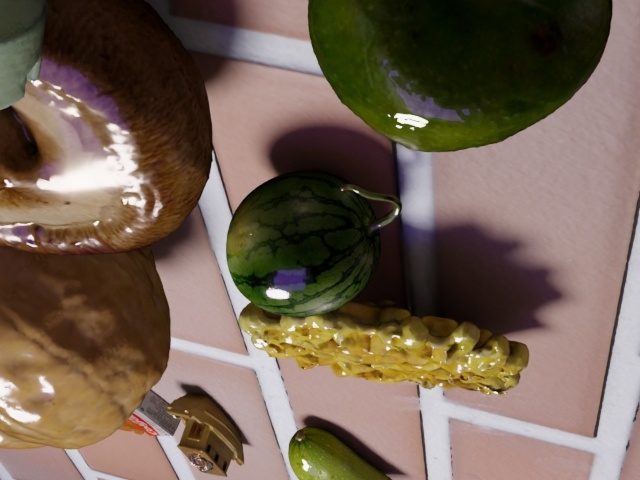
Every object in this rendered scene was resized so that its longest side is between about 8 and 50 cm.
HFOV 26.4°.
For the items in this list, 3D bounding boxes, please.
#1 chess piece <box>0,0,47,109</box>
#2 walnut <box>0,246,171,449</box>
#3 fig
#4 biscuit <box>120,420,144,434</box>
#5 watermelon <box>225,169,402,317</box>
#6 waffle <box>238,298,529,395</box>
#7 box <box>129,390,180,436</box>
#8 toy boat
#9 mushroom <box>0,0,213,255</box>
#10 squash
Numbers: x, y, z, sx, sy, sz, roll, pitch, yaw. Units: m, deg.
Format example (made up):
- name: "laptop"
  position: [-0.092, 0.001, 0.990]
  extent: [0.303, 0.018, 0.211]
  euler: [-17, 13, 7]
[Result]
- name: "chess piece"
  position: [-0.233, -0.227, 0.877]
  extent: [0.194, 0.195, 0.299]
  euler: [18, 134, 3]
- name: "walnut"
  position: [-0.312, 0.074, 1.461]
  extent: [0.306, 0.306, 0.344]
  euler: [-1, 145, 34]
- name: "fig"
  position: [0.093, -0.165, 0.938]
  extent: [0.203, 0.203, 0.235]
  euler: [20, -168, -1]
- name: "biscuit"
  position: [-0.298, 0.276, 2.103]
  extent: [0.091, 0.015, 0.078]
  euler: [-3, 146, 38]
- name: "watermelon"
  position: [0.000, 0.000, 1.277]
  extent: [0.187, 0.141, 0.141]
  euler: [-14, 139, 31]
- name: "waffle"
  position: [0.073, 0.113, 1.441]
  extent: [0.311, 0.060, 0.307]
  euler: [5, 168, 26]
- name: "box"
  position: [-0.287, 0.216, 1.959]
  extent: [0.055, 0.040, 0.218]
  euler: [-4, 144, 36]
- name: "toy boat"
  position: [-0.166, 0.283, 1.961]
  extent: [0.057, 0.077, 0.200]
  euler: [7, 150, 25]
- name: "mushroom"
  position: [-0.252, -0.114, 1.179]
  extent: [0.345, 0.239, 0.345]
  euler: [33, 169, 7]
- name: "squash"
  position: [0.016, 0.322, 1.910]
  extent: [0.095, 0.095, 0.188]
  euler: [-8, 138, 42]
